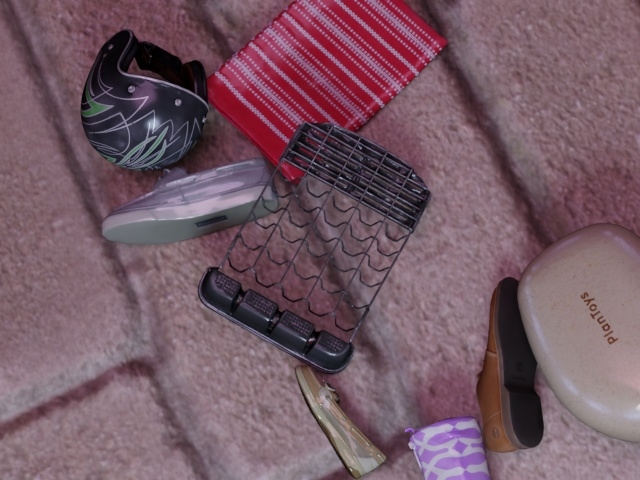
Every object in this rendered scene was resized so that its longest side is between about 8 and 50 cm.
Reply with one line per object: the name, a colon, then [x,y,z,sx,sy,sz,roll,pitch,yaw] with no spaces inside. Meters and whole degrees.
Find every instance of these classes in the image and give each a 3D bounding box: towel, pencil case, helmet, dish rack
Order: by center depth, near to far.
pencil case: [0.157,0.300,1.687,0.088,0.086,0.206,-11,72,-3]
dish rack: [0.000,0.000,1.794,0.208,0.074,0.272,29,78,-1]
helmet: [-0.222,-0.167,1.862,0.169,0.169,0.162,-14,52,9]
towel: [0.000,-0.225,1.901,0.275,0.031,0.199,-43,71,-1]

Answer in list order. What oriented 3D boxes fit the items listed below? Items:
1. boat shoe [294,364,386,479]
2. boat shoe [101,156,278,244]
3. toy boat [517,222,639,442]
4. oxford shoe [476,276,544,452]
boat shoe: [0.020,0.209,1.764,0.048,0.056,0.153,-30,72,-7]
boat shoe: [-0.168,-0.054,1.873,0.227,0.079,0.081,-12,65,3]
toy boat: [0.397,0.083,1.677,0.318,0.148,0.268,-28,65,12]
oxford shoe: [0.211,0.145,1.732,0.076,0.076,0.212,-26,52,47]
